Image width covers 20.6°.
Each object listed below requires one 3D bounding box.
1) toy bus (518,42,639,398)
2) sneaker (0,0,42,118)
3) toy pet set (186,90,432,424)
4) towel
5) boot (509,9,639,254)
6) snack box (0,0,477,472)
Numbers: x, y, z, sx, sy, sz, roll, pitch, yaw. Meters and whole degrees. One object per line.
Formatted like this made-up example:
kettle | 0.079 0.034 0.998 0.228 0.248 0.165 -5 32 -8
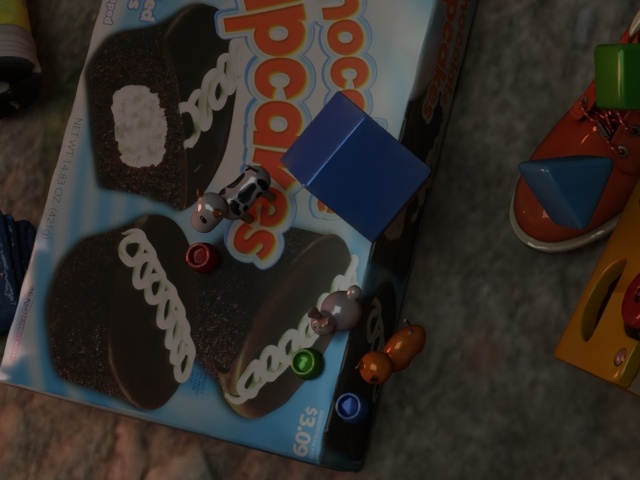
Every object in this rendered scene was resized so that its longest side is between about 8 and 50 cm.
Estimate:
toy bus | 0.183 -0.009 0.760 0.202 0.104 0.191 -19 101 -12
sneaker | -0.251 -0.106 1.000 0.208 0.081 0.094 -10 67 15
toy pet set | 0.000 0.000 0.796 0.122 0.065 0.114 42 94 22
towel | -0.211 0.029 0.971 0.119 0.029 0.067 -17 72 20
boot | 0.138 -0.061 0.803 0.158 0.084 0.059 -47 66 10
snack box | -0.033 -0.061 0.893 0.187 0.060 0.322 11 83 25
